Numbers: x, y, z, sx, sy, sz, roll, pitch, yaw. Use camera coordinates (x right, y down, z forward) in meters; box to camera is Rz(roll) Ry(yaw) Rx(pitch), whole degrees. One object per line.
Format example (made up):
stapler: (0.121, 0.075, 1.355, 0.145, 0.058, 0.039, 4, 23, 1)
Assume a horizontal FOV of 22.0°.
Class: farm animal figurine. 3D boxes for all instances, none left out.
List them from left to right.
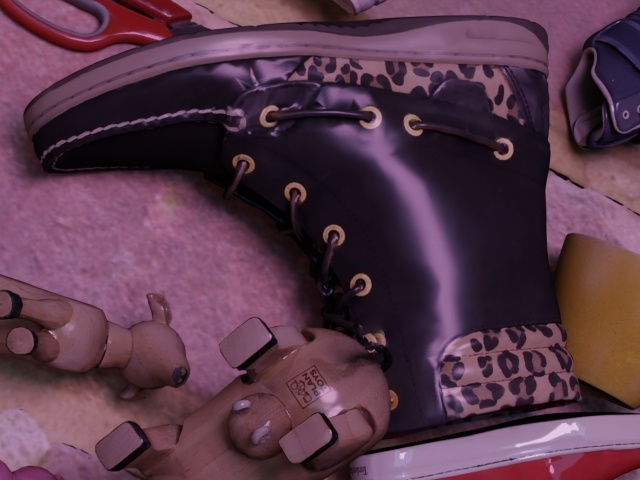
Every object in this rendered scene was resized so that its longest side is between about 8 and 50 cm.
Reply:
farm animal figurine: (-0.094, 0.139, 1.042, 0.327, 0.172, 0.330, -22, 77, 14)

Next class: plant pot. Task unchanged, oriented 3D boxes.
plant pot: (0.220, 0.067, 1.204, 0.134, 0.134, 0.095, 28, 86, -8)

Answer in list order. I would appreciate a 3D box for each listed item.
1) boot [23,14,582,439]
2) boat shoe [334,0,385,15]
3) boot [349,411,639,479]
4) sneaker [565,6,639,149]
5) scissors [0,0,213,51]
boot: (0.000, 0.000, 1.140, 0.377, 0.138, 0.284, -7, 81, -16)
boat shoe: (-0.071, -0.248, 1.214, 0.277, 0.098, 0.096, 41, 81, 2)
boot: (0.148, 0.215, 1.159, 0.244, 0.088, 0.176, -10, 85, -20)
sneaker: (0.291, -0.082, 1.283, 0.163, 0.086, 0.226, -33, 88, -21)
scissors: (-0.101, -0.142, 1.212, 0.297, 0.021, 0.109, 33, 66, -8)
